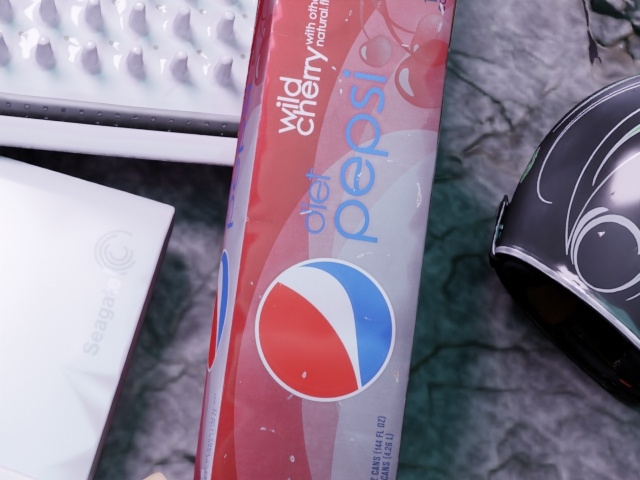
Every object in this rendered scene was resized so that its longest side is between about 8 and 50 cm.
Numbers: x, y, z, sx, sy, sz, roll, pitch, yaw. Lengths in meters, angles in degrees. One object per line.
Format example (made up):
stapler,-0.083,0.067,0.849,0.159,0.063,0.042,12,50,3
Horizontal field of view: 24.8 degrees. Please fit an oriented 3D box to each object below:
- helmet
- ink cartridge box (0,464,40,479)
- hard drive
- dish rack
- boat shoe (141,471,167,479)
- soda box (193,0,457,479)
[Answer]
helmet,0.188,-0.007,0.751,0.169,0.169,0.161,41,81,10
ink cartridge box,-0.200,0.240,0.551,0.207,0.119,0.353,21,72,0
hard drive,-0.247,0.034,0.709,0.307,0.040,0.203,16,67,-2
dish rack,-0.086,-0.195,0.812,0.285,0.072,0.333,5,74,-11
boat shoe,-0.034,0.173,0.675,0.170,0.063,0.059,41,70,10
soda box,0.000,0.000,0.708,0.092,0.083,0.263,9,83,-8
